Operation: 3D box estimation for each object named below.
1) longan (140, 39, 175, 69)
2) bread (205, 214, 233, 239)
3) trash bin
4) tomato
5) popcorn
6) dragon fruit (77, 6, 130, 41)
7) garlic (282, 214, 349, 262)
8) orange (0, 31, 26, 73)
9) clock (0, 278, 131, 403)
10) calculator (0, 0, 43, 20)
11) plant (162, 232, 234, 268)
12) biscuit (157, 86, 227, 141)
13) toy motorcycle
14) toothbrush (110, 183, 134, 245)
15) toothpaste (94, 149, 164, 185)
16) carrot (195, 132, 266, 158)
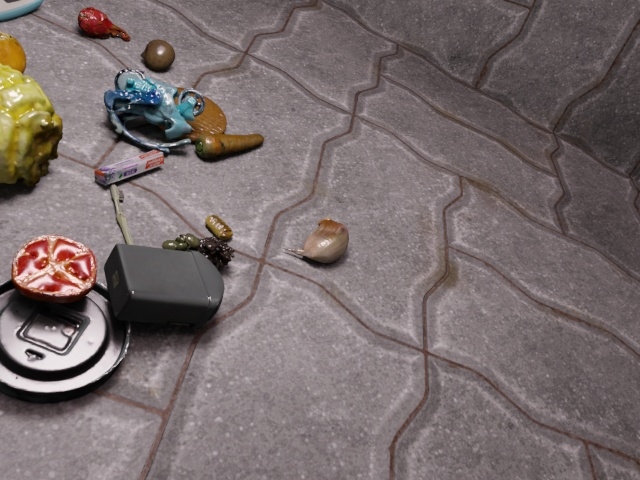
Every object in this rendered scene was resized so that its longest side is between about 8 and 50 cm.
[{"bbox_3d":[-0.549,-0.626,1.838,0.114,0.092,0.113,4,65,-9],"label":"longan"},{"bbox_3d":[-0.268,-0.037,1.443,0.088,0.033,0.049,46,36,18],"label":"bread"},{"bbox_3d":[-0.328,0.098,1.175,0.236,0.101,0.176,12,38,-42],"label":"trash bin"},{"bbox_3d":[-0.520,0.065,1.065,0.156,0.069,0.155,17,45,-17],"label":"tomato"},{"bbox_3d":[-0.720,-0.262,1.241,0.237,0.293,0.292,17,41,-6],"label":"popcorn"},{"bbox_3d":[-0.736,-0.721,1.840,0.191,0.094,0.094,8,40,-56],"label":"dragon fruit"},{"bbox_3d":[0.002,0.008,1.540,0.129,0.090,0.198,28,44,21],"label":"garlic"},{"bbox_3d":[-0.879,-0.500,1.468,0.155,0.134,0.154,20,46,-22],"label":"orange"},{"bbox_3d":[-0.513,0.180,1.047,0.281,0.055,0.280,18,42,-16],"label":"clock"},{"bbox_3d":[-1.078,-0.750,1.667,0.256,0.054,0.386,38,41,8],"label":"calculator"},{"bbox_3d":[-0.298,0.022,1.331,0.174,0.085,0.087,9,71,-17],"label":"plant"},{"bbox_3d":[-0.422,-0.396,1.717,0.262,0.037,0.261,18,41,-16],"label":"biscuit"},{"bbox_3d":[-0.475,-0.365,1.548,0.260,0.206,0.154,18,-3,-13],"label":"toy motorcycle"},{"bbox_3d":[-0.471,-0.030,1.315,0.028,0.026,0.294,13,40,-43],"label":"toothbrush"},{"bbox_3d":[-0.504,-0.196,1.445,0.047,0.040,0.196,21,33,27],"label":"toothpaste"},{"bbox_3d":[-0.262,-0.308,1.707,0.078,0.078,0.298,47,38,18],"label":"carrot"}]
